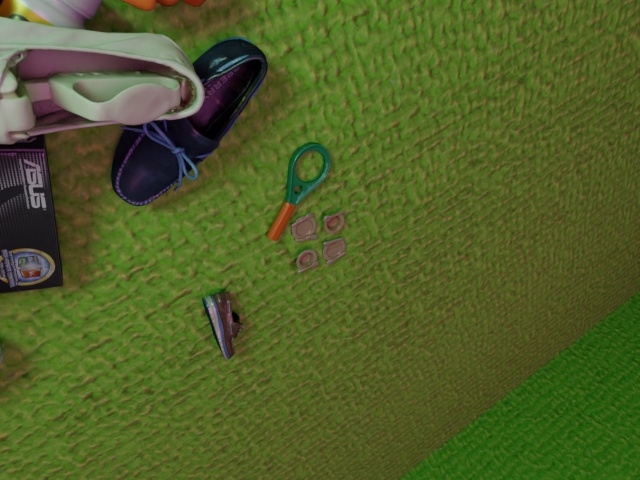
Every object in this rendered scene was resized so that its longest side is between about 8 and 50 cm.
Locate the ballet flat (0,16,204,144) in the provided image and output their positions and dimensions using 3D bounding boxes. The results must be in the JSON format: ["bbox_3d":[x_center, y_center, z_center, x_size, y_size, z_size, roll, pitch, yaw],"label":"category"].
[{"bbox_3d":[-0.315,-0.175,0.502,0.401,0.139,0.139,-22,129,-38],"label":"ballet flat"}]

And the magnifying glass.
[{"bbox_3d":[-0.054,-0.103,0.939,0.092,0.026,0.230,18,105,-39],"label":"magnifying glass"}]

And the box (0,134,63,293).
[{"bbox_3d":[-0.510,-0.030,0.632,0.217,0.060,0.269,-5,133,-29],"label":"box"}]

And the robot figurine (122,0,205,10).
[{"bbox_3d":[-0.241,-0.399,0.566,0.220,0.128,0.158,14,120,-38],"label":"robot figurine"}]

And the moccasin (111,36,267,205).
[{"bbox_3d":[-0.222,-0.194,0.710,0.138,0.117,0.341,33,98,-41],"label":"moccasin"}]

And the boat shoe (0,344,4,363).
[{"bbox_3d":[-0.700,0.273,0.717,0.335,0.121,0.119,-48,125,-13],"label":"boat shoe"}]

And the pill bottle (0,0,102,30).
[{"bbox_3d":[-0.384,-0.260,0.565,0.119,0.119,0.208,30,99,-41],"label":"pill bottle"}]

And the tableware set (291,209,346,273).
[{"bbox_3d":[0.000,0.000,1.038,0.141,0.020,0.168,-19,127,-21],"label":"tableware set"}]

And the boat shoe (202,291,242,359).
[{"bbox_3d":[-0.212,0.196,0.994,0.066,0.066,0.183,-22,128,-21],"label":"boat shoe"}]
